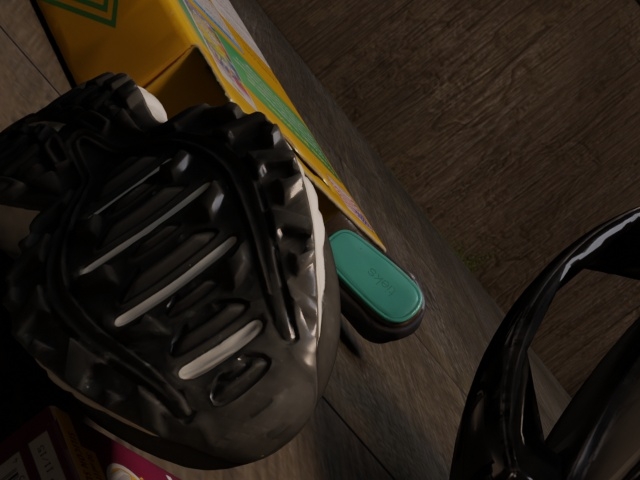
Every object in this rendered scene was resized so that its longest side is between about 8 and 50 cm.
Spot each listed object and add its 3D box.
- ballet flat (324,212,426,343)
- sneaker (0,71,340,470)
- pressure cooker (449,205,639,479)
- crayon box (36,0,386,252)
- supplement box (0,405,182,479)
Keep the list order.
[{"bbox_3d":[0.000,0.000,1.107,0.203,0.074,0.074,48,7,13],"label":"ballet flat"},{"bbox_3d":[-0.051,0.015,0.503,0.108,0.100,0.271,59,-9,-23],"label":"sneaker"},{"bbox_3d":[0.276,0.159,0.784,0.420,0.375,0.370,41,3,6],"label":"pressure cooker"},{"bbox_3d":[-0.097,-0.119,0.981,0.203,0.083,0.323,43,12,-50],"label":"crayon box"},{"bbox_3d":[-0.062,0.093,0.426,0.083,0.043,0.055,43,11,-51],"label":"supplement box"}]
